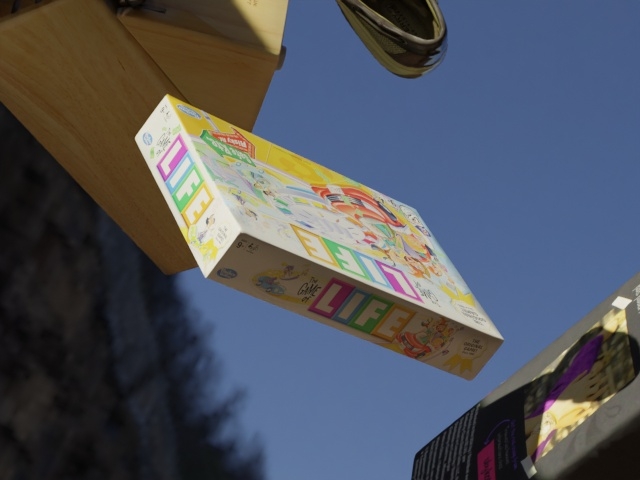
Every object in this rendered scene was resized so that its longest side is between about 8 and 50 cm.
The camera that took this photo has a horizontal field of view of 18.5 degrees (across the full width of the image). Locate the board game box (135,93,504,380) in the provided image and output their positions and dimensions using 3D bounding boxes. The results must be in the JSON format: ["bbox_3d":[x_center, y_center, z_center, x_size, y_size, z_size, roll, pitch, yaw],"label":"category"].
[{"bbox_3d":[0.000,0.000,0.859,0.154,0.026,0.103,23,24,-37],"label":"board game box"}]

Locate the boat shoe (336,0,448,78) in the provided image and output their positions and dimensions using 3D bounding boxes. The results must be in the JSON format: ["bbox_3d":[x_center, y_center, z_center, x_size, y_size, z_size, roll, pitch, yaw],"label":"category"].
[{"bbox_3d":[0.016,-0.153,1.027,0.152,0.056,0.049,46,-19,1],"label":"boat shoe"}]

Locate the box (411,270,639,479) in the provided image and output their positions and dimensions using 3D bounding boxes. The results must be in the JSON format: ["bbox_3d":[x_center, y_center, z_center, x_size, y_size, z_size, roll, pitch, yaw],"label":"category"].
[{"bbox_3d":[0.193,0.145,1.176,0.165,0.143,0.270,39,-59,-16],"label":"box"}]

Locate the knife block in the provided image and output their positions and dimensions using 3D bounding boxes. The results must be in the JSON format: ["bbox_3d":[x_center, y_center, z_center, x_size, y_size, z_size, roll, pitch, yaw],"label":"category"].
[{"bbox_3d":[-0.145,-0.117,1.070,0.242,0.088,0.276,14,-40,-8],"label":"knife block"}]
